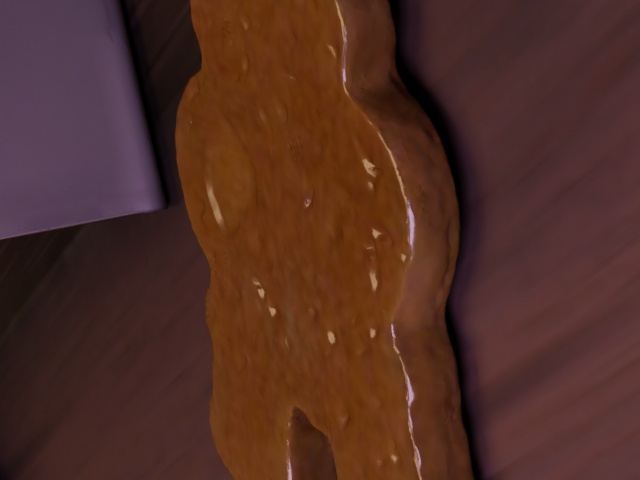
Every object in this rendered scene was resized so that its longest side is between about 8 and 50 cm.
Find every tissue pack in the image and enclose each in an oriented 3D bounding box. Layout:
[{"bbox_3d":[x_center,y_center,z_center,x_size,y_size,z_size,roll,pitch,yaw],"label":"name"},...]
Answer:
[{"bbox_3d":[-0.196,-0.056,0.807,0.246,0.159,0.136,-7,95,59],"label":"tissue pack"}]

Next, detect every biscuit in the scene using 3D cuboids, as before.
[{"bbox_3d":[-0.002,-0.001,0.634,0.144,0.040,0.236,12,110,49],"label":"biscuit"}]
